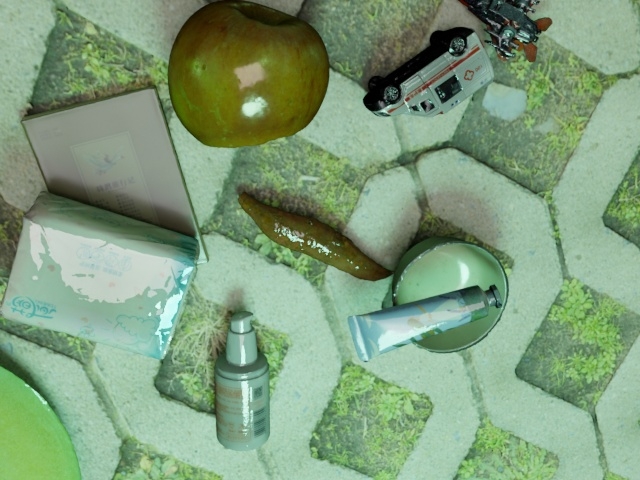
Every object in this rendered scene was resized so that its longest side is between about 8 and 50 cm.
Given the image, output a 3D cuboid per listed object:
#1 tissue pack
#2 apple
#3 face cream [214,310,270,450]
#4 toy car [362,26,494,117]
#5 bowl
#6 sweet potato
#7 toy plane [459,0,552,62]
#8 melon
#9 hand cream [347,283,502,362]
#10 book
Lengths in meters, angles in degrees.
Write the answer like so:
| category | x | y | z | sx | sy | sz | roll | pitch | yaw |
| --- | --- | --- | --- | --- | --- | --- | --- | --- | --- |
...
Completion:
| category | x | y | z | sx | sy | sz | roll | pitch | yaw |
| --- | --- | --- | --- | --- | --- | --- | --- | --- | --- |
| tissue pack | -0.347 | 0.059 | 1.158 | 0.271 | 0.124 | 0.202 | 18 | 104 | -14 |
| apple | -0.108 | -0.235 | 1.065 | 0.236 | 0.237 | 0.208 | 8 | 122 | -12 |
| face cream | -0.140 | 0.244 | 1.291 | 0.101 | 0.101 | 0.252 | -2 | 110 | -8 |
| toy car | 0.173 | -0.251 | 1.168 | 0.209 | 0.089 | 0.108 | -35 | 117 | 1 |
| bowl | 0.217 | 0.082 | 1.284 | 0.211 | 0.112 | 0.212 | -3 | 111 | -7 |
| sweet potato | 0.000 | 0.000 | 1.243 | 0.314 | 0.066 | 0.072 | 23 | 145 | -18 |
| toy plane | 0.279 | -0.365 | 1.156 | 0.189 | 0.061 | 0.130 | 29 | 80 | -15 |
| melon | -0.579 | 0.399 | 1.223 | 0.331 | 0.226 | 0.343 | -41 | 125 | -6 |
| hand cream | 0.176 | 0.131 | 1.215 | 0.255 | 0.055 | 0.088 | -17 | 108 | 3 |
| book | -0.328 | -0.077 | 1.184 | 0.216 | 0.021 | 0.311 | -15 | 112 | -3 |
